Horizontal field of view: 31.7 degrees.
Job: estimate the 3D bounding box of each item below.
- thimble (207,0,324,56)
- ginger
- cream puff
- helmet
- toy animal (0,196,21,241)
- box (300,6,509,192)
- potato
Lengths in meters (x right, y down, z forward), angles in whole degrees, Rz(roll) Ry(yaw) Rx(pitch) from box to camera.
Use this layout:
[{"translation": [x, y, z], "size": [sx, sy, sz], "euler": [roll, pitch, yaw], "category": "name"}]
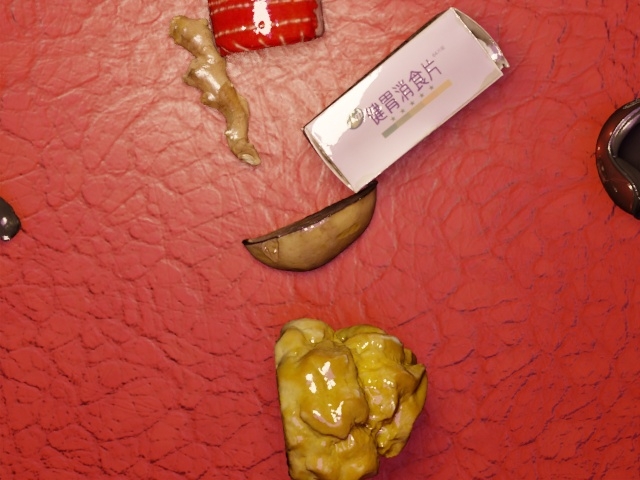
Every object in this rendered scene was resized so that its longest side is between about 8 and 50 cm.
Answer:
[{"translation": [-0.088, -0.380, 1.863], "size": [0.190, 0.163, 0.125], "euler": [-12, 100, -10], "category": "thimble"}, {"translation": [-0.179, -0.254, 1.923], "size": [0.089, 0.075, 0.288], "euler": [-24, 94, -14], "category": "ginger"}, {"translation": [0.056, 0.268, 1.869], "size": [0.257, 0.324, 0.291], "euler": [-11, 73, -3], "category": "cream puff"}, {"translation": [0.565, -0.140, 1.910], "size": [0.189, 0.193, 0.216], "euler": [-22, 111, -3], "category": "helmet"}, {"translation": [-0.619, -0.154, 1.899], "size": [0.168, 0.106, 0.343], "euler": [-9, 108, 1], "category": "toy animal"}, {"translation": [0.136, -0.235, 1.887], "size": [0.333, 0.173, 0.145], "euler": [-39, 98, 3], "category": "box"}, {"translation": [0.003, 0.001, 1.945], "size": [0.261, 0.120, 0.100], "euler": [-24, 104, 1], "category": "potato"}]
